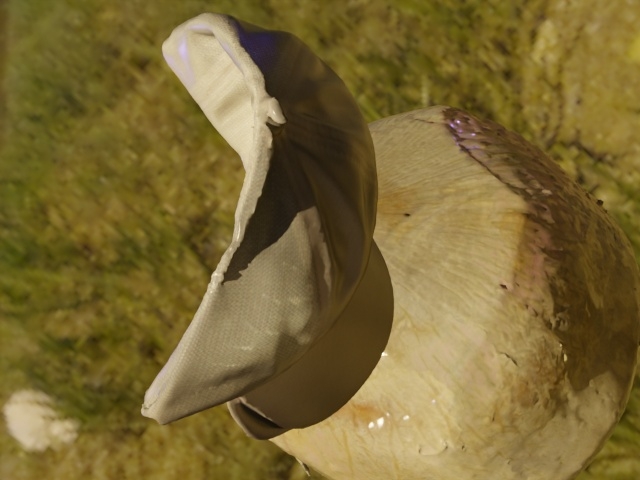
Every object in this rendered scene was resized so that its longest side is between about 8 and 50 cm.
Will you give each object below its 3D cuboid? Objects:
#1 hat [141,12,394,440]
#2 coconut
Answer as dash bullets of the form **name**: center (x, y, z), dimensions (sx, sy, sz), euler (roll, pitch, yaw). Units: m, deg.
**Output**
- **hat**: center (0.000, 0.000, 0.735), dimensions (0.164, 0.226, 0.219), euler (-22, 59, 40)
- **coconut**: center (0.090, 0.063, 1.357), dimensions (0.404, 0.404, 0.404), euler (-39, 24, 21)
